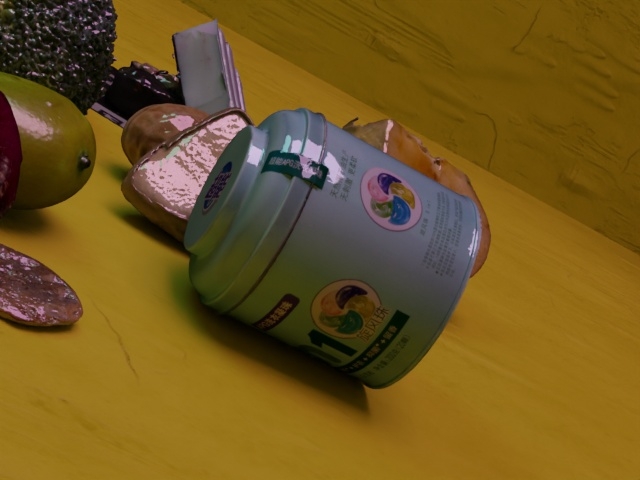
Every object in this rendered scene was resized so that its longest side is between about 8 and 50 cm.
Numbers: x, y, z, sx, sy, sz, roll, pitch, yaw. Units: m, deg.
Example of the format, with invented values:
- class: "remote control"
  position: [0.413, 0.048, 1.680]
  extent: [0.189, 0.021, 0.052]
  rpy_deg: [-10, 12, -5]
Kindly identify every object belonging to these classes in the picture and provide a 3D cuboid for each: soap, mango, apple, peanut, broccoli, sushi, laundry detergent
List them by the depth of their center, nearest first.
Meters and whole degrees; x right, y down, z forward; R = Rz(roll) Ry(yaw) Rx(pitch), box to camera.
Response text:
- class: "mango"
  position: [-0.400, -0.125, 1.519]
  extent: [0.273, 0.149, 0.185]
  rpy_deg: [18, 26, -25]
- class: "laundry detergent"
  position: [0.000, 0.000, 1.635]
  extent: [0.305, 0.287, 0.287]
  rpy_deg: [27, 15, -16]
- class: "broccoli"
  position: [-0.439, -0.331, 1.926]
  extent: [0.302, 0.249, 0.375]
  rpy_deg: [34, 20, -2]
- class: "peanut"
  position: [-0.158, -0.105, 1.966]
  extent: [0.325, 0.153, 0.140]
  rpy_deg: [32, -27, -28]
- class: "apple"
  position: [0.132, -0.051, 2.175]
  extent: [0.309, 0.252, 0.314]
  rpy_deg: [41, 1, -41]
- class: "soap"
  position: [-0.192, -0.264, 2.262]
  extent: [0.145, 0.091, 0.230]
  rpy_deg: [63, 11, -54]
- class: "sushi"
  position: [-0.291, -0.273, 2.329]
  extent: [0.296, 0.100, 0.373]
  rpy_deg: [31, 14, 0]

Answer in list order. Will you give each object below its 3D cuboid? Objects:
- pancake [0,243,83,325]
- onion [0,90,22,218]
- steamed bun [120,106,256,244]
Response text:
- class: "pancake"
  position: [-0.321, 0.046, 1.349]
  extent: [0.151, 0.025, 0.151]
  rpy_deg: [30, 14, -8]
- class: "onion"
  position: [-0.404, -0.082, 1.346]
  extent: [0.140, 0.195, 0.218]
  rpy_deg: [-11, -7, -32]
- class: "steamed bun"
  position: [-0.155, -0.055, 1.821]
  extent: [0.231, 0.110, 0.212]
  rpy_deg: [-32, 84, -28]
